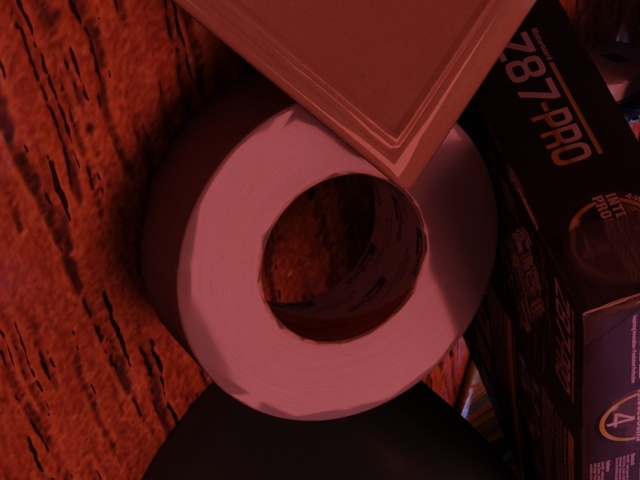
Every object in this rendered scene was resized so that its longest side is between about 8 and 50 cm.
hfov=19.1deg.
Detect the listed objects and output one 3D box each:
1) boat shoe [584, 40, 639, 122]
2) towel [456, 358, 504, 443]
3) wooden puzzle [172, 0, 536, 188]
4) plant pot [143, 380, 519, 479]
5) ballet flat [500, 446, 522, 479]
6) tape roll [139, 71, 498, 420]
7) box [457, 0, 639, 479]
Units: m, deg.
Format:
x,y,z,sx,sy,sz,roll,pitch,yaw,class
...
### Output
x,y,z,sx,sy,sz,roll,pitch,yaw,class
0.213,-0.113,1.507,0.219,0.077,0.070,-10,126,-56,boat shoe
0.171,0.093,1.711,0.102,0.021,0.237,-26,139,-45,towel
0.030,-0.181,1.098,0.238,0.044,0.221,39,80,-30,wooden puzzle
0.029,0.241,1.414,0.293,0.235,0.293,-37,146,-31,plant pot
0.274,0.168,1.831,0.342,0.124,0.116,-53,169,-8,ballet flat
0.000,0.000,1.192,0.219,0.072,0.219,-9,113,-22,tape roll
0.162,0.032,1.332,0.097,0.318,0.395,-16,142,-4,box
